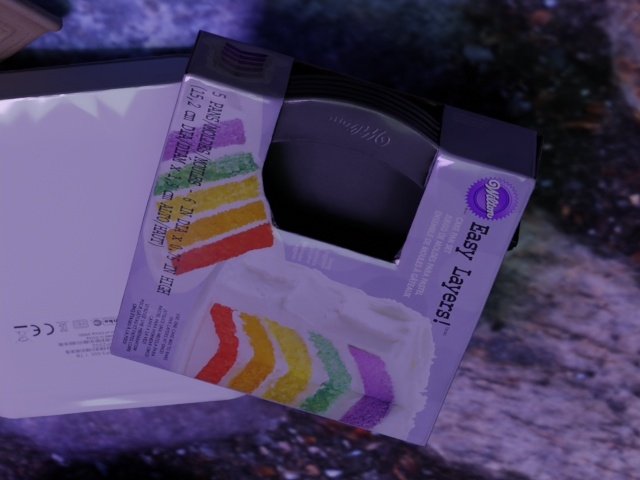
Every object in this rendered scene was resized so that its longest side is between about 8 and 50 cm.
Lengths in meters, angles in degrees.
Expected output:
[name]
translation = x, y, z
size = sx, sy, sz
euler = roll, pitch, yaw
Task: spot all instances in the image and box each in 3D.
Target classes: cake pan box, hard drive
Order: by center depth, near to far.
[cake pan box]
translation = 0.000, 0.000, 1.348
size = 0.246, 0.070, 0.267
euler = 17, 126, -5
[hard drive]
translation = -0.172, 0.005, 1.471
size = 0.203, 0.040, 0.307
euler = -5, 129, 2

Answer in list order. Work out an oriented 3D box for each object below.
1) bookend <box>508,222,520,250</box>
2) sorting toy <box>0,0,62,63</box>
[bookend]
translation = 0.050, 0.014, 1.438
size = 0.157, 0.072, 0.156
euler = 17, 128, -2
[sorting toy]
translation = -0.358, -0.165, 1.325
size = 0.229, 0.041, 0.307
euler = -26, 148, 29
